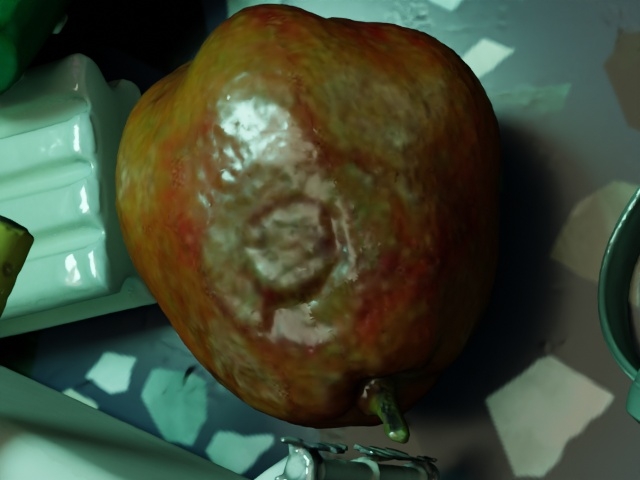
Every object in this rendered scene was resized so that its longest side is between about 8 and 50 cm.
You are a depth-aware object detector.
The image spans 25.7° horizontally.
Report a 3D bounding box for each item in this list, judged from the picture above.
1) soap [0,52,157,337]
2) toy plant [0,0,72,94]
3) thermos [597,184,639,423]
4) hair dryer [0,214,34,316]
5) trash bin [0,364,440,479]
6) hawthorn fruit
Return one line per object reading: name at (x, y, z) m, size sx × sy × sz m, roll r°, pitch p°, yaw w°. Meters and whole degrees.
soap at (-0.247, -0.012, 0.942) m, size 0.265 × 0.087 × 0.159 m, roll -13°, pitch 77°, yaw 18°
toy plant at (-0.198, -0.196, 0.907) m, size 0.232 × 0.112 × 0.243 m, roll 4°, pitch 61°, yaw 52°
thermos at (0.250, -0.020, 0.748) m, size 0.182 × 0.145 × 0.286 m, roll 34°, pitch 96°, yaw 52°
hair dryer at (-0.207, 0.116, 0.691) m, size 0.135 × 0.090 × 0.278 m, roll 13°, pitch 75°, yaw 35°
trash bin at (-0.143, 0.188, 0.808) m, size 0.368 × 0.256 × 0.296 m, roll 25°, pitch 93°, yaw 29°
hawthorn fruit at (0.000, 0.000, 0.775) m, size 0.224 × 0.224 × 0.261 m, roll -20°, pitch 63°, yaw 16°
